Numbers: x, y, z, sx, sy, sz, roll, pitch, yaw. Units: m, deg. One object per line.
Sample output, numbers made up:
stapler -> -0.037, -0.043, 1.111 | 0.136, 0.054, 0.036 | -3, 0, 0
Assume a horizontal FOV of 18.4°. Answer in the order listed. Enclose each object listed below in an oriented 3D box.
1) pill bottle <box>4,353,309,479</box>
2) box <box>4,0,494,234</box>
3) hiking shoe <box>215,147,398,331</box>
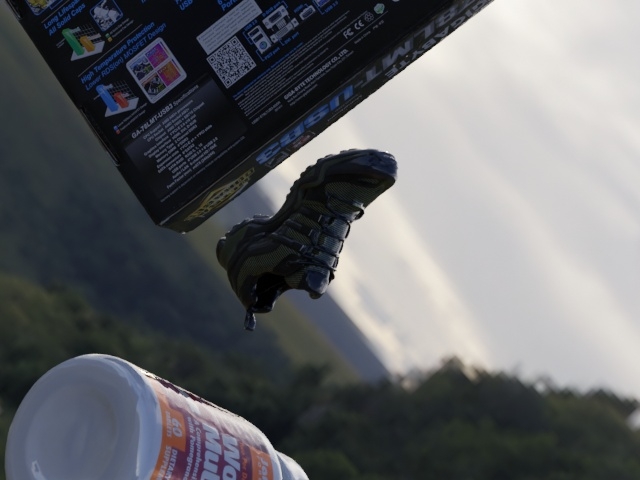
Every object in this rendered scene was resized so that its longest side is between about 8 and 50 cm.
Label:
pill bottle -> -0.101, 0.163, 1.339 | 0.121, 0.121, 0.221 | 45, 7, 38
box -> -0.071, -0.207, 1.393 | 0.293, 0.295, 0.073 | 55, 10, 14
hiking shoe -> 0.000, 0.000, 1.980 | 0.086, 0.227, 0.114 | 19, 42, -47
